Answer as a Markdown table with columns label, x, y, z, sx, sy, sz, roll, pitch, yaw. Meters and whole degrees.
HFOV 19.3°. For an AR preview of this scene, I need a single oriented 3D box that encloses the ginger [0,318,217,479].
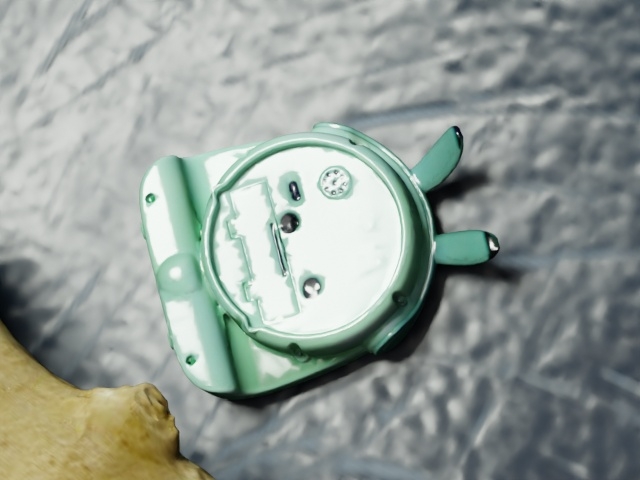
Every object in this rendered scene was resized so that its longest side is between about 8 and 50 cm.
| label | x | y | z | sx | sy | sz | roll | pitch | yaw |
| --- | --- | --- | --- | --- | --- | --- | --- | --- | --- |
| ginger | -0.100 | 0.155 | 0.699 | 0.375 | 0.166 | 0.236 | 38 | 109 | 24 |

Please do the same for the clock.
| label | x | y | z | sx | sy | sz | roll | pitch | yaw |
| --- | --- | --- | --- | --- | --- | --- | --- | --- | --- |
| clock | 0.000 | 0.000 | 0.744 | 0.135 | 0.041 | 0.101 | -18 | 78 | 7 |
